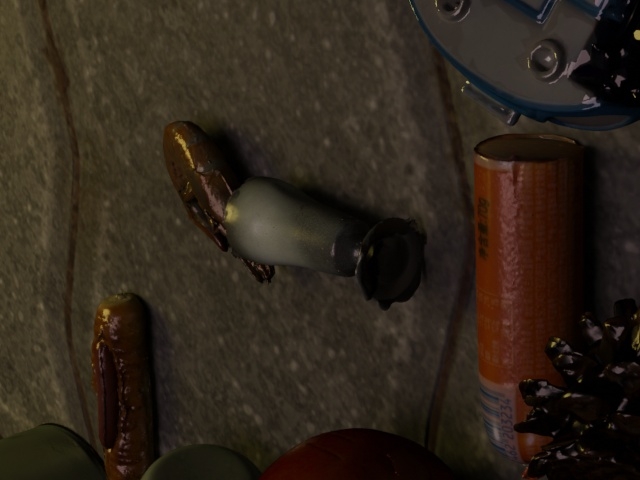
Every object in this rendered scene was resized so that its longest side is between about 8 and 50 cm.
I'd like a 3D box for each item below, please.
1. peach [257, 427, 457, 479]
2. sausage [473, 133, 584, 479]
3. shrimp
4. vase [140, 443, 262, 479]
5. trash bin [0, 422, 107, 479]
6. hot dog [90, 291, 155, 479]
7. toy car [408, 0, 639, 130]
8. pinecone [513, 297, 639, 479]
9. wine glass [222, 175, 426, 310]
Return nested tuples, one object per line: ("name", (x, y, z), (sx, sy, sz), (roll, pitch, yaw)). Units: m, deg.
("peach", (0.021, 0.225, 1.134), (0.197, 0.197, 0.197), (21, 119, 44))
("sausage", (0.137, 0.050, 1.015), (0.071, 0.071, 0.234), (16, 115, 46))
("shrimp", (-0.090, -0.023, 1.273), (0.162, 0.045, 0.095), (59, 139, 13))
("vase", (-0.102, 0.297, 1.355), (0.128, 0.128, 0.248), (36, 138, 36))
("trash bin", (-0.350, 0.322, 1.537), (0.277, 0.262, 0.217), (36, 129, 35))
("hot dog", (-0.189, 0.152, 1.455), (0.066, 0.047, 0.215), (23, 121, 46))
("toy car", (0.171, -0.204, 0.798), (0.198, 0.166, 0.314), (38, 113, 35))
("pinecone", (0.186, 0.099, 0.934), (0.140, 0.140, 0.121), (-21, 44, 51))
("wine glass", (0.000, 0.000, 1.155), (0.155, 0.072, 0.072), (18, 117, 44))
